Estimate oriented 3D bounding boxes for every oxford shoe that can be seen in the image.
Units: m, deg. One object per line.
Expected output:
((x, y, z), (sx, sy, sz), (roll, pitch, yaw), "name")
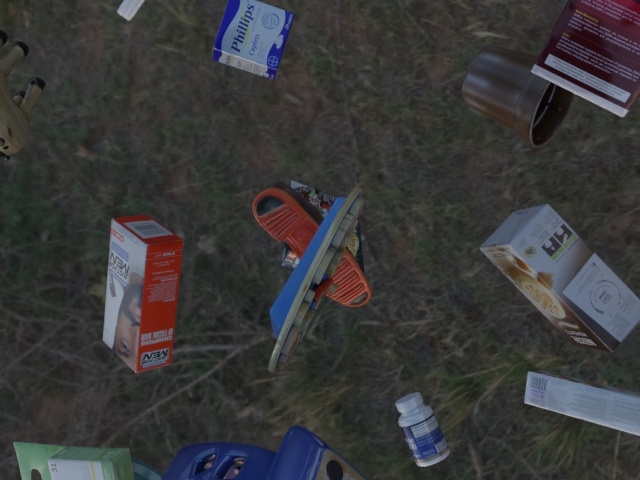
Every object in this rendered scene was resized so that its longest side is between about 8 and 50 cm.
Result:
((0.000, 0.000, 1.412), (0.097, 0.098, 0.271), (-35, 101, 28), "oxford shoe")

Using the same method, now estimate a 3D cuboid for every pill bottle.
((0.180, 0.339, 1.433), (0.067, 0.067, 0.120), (-24, 89, 36), "pill bottle")

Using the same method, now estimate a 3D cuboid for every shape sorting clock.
((-0.002, 0.041, 0.805), (0.040, 0.206, 0.206), (29, 114, 6), "shape sorting clock")

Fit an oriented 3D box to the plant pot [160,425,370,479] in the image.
((-0.032, 0.315, 0.685), (0.236, 0.236, 0.212), (45, 131, -18), "plant pot")

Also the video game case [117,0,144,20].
((-0.185, -0.453, 1.139), (0.025, 0.285, 0.204), (36, 132, -19), "video game case")

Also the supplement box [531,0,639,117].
((0.358, -0.278, 0.916), (0.130, 0.073, 0.239), (29, 132, 7), "supplement box")

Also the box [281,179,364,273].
((0.003, -0.016, 1.612), (0.233, 0.159, 0.044), (-92, 25, -51), "box")

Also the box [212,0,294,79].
((-0.136, -0.413, 1.616), (0.137, 0.072, 0.126), (17, 83, -5), "box")

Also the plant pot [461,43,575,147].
((0.364, -0.279, 1.478), (0.165, 0.167, 0.166), (30, 112, 29), "plant pot")

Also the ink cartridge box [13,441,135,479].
((-0.391, 0.406, 1.243), (0.235, 0.056, 0.171), (-4, 101, 23), "ink cartridge box")

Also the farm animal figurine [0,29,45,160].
((-0.425, -0.226, 0.780), (0.327, 0.330, 0.172), (-47, 23, 43), "farm animal figurine")

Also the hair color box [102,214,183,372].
((-0.218, 0.063, 0.968), (0.093, 0.053, 0.167), (28, 118, 44), "hair color box")

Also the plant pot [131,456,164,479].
((-0.421, 0.593, 1.619), (0.272, 0.272, 0.255), (35, 92, 29), "plant pot")

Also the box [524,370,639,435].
((0.508, 0.289, 1.388), (0.324, 0.063, 0.067), (6, 90, 50), "box")

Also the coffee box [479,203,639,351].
((0.402, 0.063, 1.327), (0.246, 0.141, 0.098), (45, 82, -4), "coffee box")
